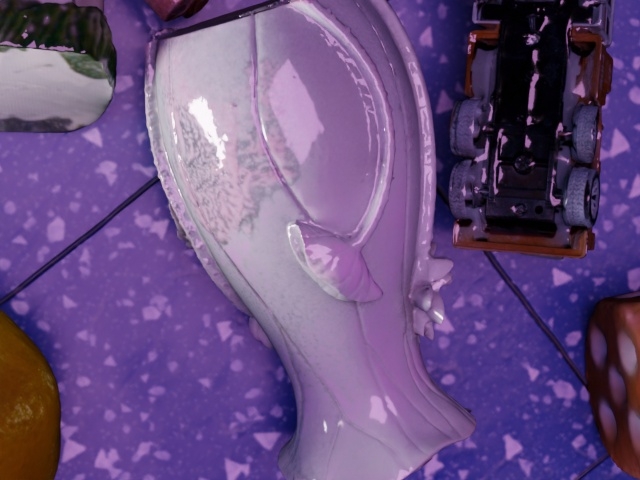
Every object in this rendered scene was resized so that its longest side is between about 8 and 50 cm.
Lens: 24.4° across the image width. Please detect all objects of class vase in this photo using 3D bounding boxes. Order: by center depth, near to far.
[{"bbox_3d":[0.000,0.000,1.325,0.250,0.250,0.445,-17,101,-8],"label":"vase"}]

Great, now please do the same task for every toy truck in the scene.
[{"bbox_3d":[0.211,-0.153,1.373,0.133,0.184,0.338,5,88,20],"label":"toy truck"}]

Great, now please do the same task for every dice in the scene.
[{"bbox_3d":[0.363,0.131,1.418,0.174,0.179,0.174,-9,91,-8],"label":"dice"}]

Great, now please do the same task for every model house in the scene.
[{"bbox_3d":[-0.307,-0.265,1.296,0.272,0.190,0.300,4,78,-6],"label":"model house"}]

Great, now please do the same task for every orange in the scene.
[{"bbox_3d":[-0.362,0.171,1.270,0.279,0.235,0.279,-1,100,-4],"label":"orange"}]

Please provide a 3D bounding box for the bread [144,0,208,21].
[{"bbox_3d":[-0.080,-0.325,1.285,0.123,0.190,0.244,40,111,-8],"label":"bread"}]
